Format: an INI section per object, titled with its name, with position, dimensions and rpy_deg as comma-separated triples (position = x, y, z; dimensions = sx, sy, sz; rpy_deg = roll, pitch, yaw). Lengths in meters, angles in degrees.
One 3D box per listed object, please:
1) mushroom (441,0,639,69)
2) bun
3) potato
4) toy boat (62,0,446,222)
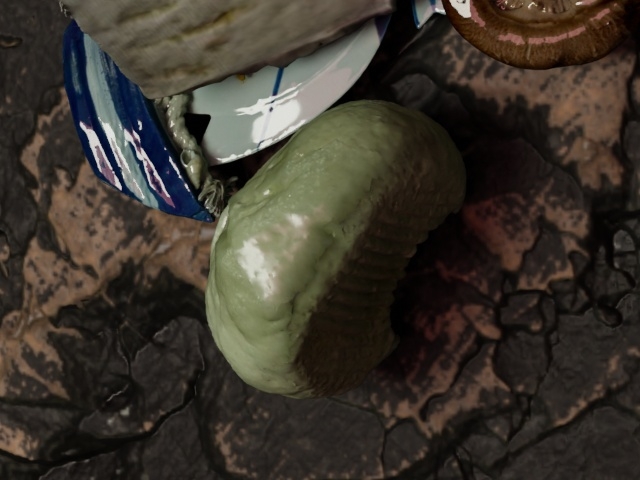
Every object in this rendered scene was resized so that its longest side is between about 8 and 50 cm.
[mushroom]
position = 0.160, -0.177, 1.211
dimensions = 0.170, 0.080, 0.135
rpy_deg = 6, 112, 25
[bun]
position = 0.000, 0.000, 1.266
dimensions = 0.126, 0.204, 0.212
rpy_deg = 34, 80, 24
[potato]
position = -0.096, -0.247, 1.240
dimensions = 0.189, 0.211, 0.264
rpy_deg = -29, 61, 6
[toy boat]
position = -0.037, -0.137, 1.325
dimensions = 0.291, 0.067, 0.221
rpy_deg = -19, 70, 13
